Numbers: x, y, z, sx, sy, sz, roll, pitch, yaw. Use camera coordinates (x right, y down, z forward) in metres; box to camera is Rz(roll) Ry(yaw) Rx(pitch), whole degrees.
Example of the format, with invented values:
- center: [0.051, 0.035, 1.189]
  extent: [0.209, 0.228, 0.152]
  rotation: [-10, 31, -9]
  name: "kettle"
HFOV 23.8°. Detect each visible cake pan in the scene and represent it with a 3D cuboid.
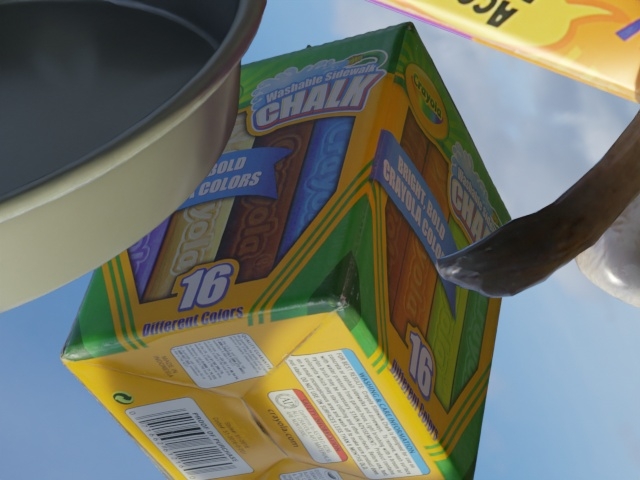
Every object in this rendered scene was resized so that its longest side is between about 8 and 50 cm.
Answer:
- center: [-0.160, -0.057, 0.605]
  extent: [0.293, 0.293, 0.054]
  rotation: [-88, -11, -54]
  name: "cake pan"

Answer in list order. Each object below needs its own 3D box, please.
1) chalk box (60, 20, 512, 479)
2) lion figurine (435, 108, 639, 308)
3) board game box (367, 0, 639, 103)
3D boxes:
- center: [0.000, 0.000, 0.911]
  extent: [0.180, 0.179, 0.289]
  rotation: [56, -145, -38]
  name: "chalk box"
- center: [0.248, -0.019, 0.358]
  extent: [0.392, 0.240, 0.142]
  rotation: [17, -152, -11]
  name: "lion figurine"
- center: [0.261, -0.209, 0.592]
  extent: [0.356, 0.357, 0.356]
  rotation: [-38, -31, -73]
  name: "board game box"
